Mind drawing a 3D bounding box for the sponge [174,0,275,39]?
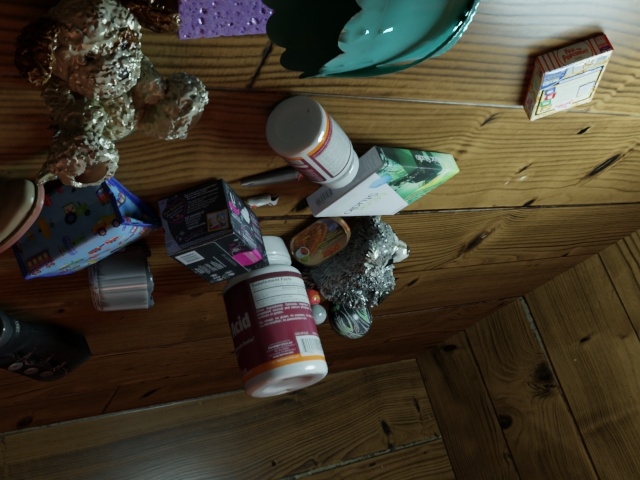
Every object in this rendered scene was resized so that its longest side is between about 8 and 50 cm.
[{"bbox_3d":[-0.103,-0.346,0.938,0.210,0.031,0.117,-10,157,-16],"label":"sponge"}]

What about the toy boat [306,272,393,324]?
[{"bbox_3d":[0.094,0.170,2.181,0.318,0.148,0.267,-19,159,5],"label":"toy boat"}]

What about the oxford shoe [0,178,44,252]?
[{"bbox_3d":[-0.663,-0.032,1.179,0.348,0.123,0.130,-23,152,13],"label":"oxford shoe"}]

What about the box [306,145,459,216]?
[{"bbox_3d":[0.154,-0.134,1.557,0.322,0.058,0.232,-6,158,-49],"label":"box"}]

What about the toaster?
[{"bbox_3d":[-0.487,0.094,1.601,0.147,0.129,0.227,-7,158,-18],"label":"toaster"}]

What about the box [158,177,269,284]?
[{"bbox_3d":[-0.241,-0.014,1.498,0.163,0.142,0.247,-18,157,8],"label":"box"}]

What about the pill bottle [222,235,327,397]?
[{"bbox_3d":[-0.136,0.201,1.755,0.224,0.392,0.224,-14,158,-6],"label":"pill bottle"}]

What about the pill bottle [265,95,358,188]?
[{"bbox_3d":[-0.008,-0.183,1.281,0.121,0.121,0.221,-23,158,16],"label":"pill bottle"}]

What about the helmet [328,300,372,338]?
[{"bbox_3d":[0.112,0.291,2.470,0.169,0.161,0.169,-14,159,-6],"label":"helmet"}]

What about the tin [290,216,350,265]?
[{"bbox_3d":[0.000,0.000,1.765,0.190,0.106,0.040,-32,-172,35],"label":"tin"}]

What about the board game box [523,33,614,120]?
[{"bbox_3d":[0.520,-0.340,1.388,0.147,0.045,0.193,-18,159,2],"label":"board game box"}]

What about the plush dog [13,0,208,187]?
[{"bbox_3d":[-0.308,-0.239,0.911,0.262,0.211,0.225,-36,155,-33],"label":"plush dog"}]

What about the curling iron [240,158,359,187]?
[{"bbox_3d":[-0.043,-0.146,1.464,0.274,0.035,0.068,-12,158,-12],"label":"curling iron"}]

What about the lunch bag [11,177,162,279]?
[{"bbox_3d":[-0.467,-0.011,1.359,0.221,0.138,0.293,-29,168,1],"label":"lunch bag"}]

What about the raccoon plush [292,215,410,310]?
[{"bbox_3d":[0.032,0.073,1.853,0.447,0.216,0.299,-18,151,4],"label":"raccoon plush"}]

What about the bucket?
[{"bbox_3d":[0.055,-0.335,0.780,0.183,0.281,0.281,-11,158,-24],"label":"bucket"}]

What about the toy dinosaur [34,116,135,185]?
[{"bbox_3d":[-0.386,-0.175,1.118,0.268,0.064,0.118,-20,165,2],"label":"toy dinosaur"}]

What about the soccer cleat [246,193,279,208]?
[{"bbox_3d":[-0.135,-0.095,1.535,0.083,0.029,0.035,-2,146,-39],"label":"soccer cleat"}]

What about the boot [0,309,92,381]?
[{"bbox_3d":[-0.927,0.332,1.869,0.367,0.146,0.445,-17,163,5],"label":"boot"}]
